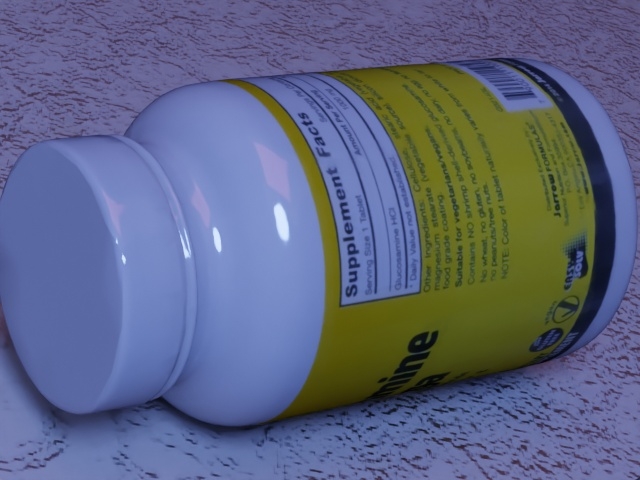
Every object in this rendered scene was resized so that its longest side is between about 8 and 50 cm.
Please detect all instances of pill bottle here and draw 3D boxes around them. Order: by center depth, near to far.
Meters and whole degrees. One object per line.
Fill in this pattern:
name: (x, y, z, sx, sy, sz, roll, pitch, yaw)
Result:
pill bottle: (0.000, 0.000, 1.007, 0.334, 0.188, 0.188, -8, 40, -34)

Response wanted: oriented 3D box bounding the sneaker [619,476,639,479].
sneaker: (0.142, 0.155, 0.880, 0.340, 0.140, 0.125, 3, 36, -20)
